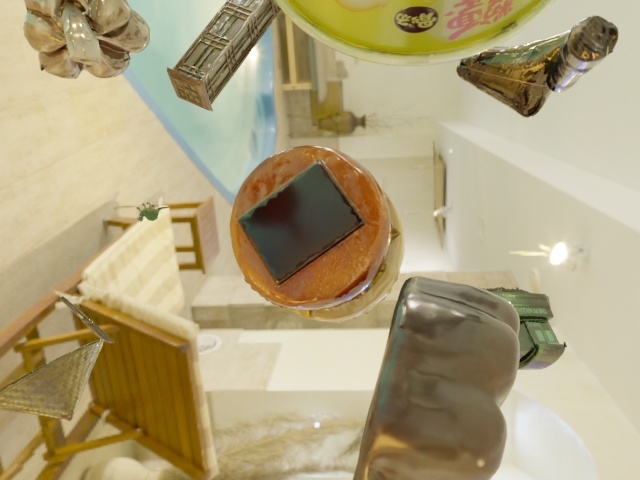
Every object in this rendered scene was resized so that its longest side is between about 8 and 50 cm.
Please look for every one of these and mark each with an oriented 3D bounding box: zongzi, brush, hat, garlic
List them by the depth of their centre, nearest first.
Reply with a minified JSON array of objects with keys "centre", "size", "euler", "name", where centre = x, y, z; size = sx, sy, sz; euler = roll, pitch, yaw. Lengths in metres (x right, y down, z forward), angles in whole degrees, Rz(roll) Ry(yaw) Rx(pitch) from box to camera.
[{"centre":[-0.249,-0.227,0.633],"size":[0.194,0.131,0.127],"euler":[49,-21,45],"name":"garlic"},{"centre":[-0.304,0.179,0.670],"size":[0.067,0.146,0.146],"euler":[61,5,2],"name":"hat"},{"centre":[-0.623,0.211,1.543],"size":[0.016,0.062,0.193],"euler":[-56,130,-34],"name":"brush"},{"centre":[0.574,-0.549,1.676],"size":[0.154,0.289,0.318],"euler":[-44,164,-47],"name":"zongzi"}]

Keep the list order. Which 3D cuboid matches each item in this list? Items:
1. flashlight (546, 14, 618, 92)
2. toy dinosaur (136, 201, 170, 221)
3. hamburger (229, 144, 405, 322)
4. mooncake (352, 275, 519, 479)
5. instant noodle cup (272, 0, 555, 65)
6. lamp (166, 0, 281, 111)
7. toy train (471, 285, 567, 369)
[{"centre":[0.603,-0.423,1.381],"size":[0.424,0.103,0.103],"euler":[-13,101,-76],"name":"flashlight"},{"centre":[-0.523,-0.087,1.814],"size":[0.029,0.119,0.060],"euler":[-38,-110,44],"name":"toy dinosaur"},{"centre":[0.000,0.000,0.967],"size":[0.225,0.290,0.291],"euler":[44,44,-72],"name":"hamburger"},{"centre":[0.135,0.202,0.691],"size":[0.306,0.154,0.306],"euler":[11,90,-77],"name":"mooncake"},{"centre":[0.075,-0.313,0.418],"size":[0.221,0.311,0.312],"euler":[57,32,-78],"name":"instant noodle cup"},{"centre":[-0.183,-0.421,1.199],"size":[0.325,0.090,0.089],"euler":[-61,166,-21],"name":"lamp"},{"centre":[0.416,0.207,1.353],"size":[0.138,0.330,0.178],"euler":[-56,-142,44],"name":"toy train"}]
